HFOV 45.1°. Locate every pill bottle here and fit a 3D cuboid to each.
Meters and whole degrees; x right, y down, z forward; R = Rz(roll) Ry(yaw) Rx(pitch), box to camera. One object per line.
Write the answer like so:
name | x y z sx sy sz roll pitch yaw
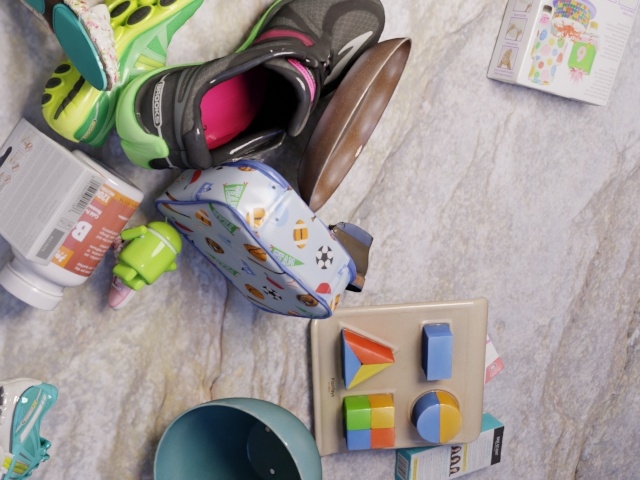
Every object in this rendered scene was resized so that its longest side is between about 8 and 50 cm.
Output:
pill bottle | -0.362 -0.012 1.105 0.121 0.121 0.216 34 90 -34

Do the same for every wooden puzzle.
wooden puzzle | 0.159 0.275 1.474 0.348 0.080 0.321 -5 112 -8

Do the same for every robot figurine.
robot figurine | -0.255 0.020 1.153 0.115 0.067 0.101 -51 136 -19

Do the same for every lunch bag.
lunch bag | -0.104 -0.005 1.188 0.303 0.243 0.115 51 61 -32

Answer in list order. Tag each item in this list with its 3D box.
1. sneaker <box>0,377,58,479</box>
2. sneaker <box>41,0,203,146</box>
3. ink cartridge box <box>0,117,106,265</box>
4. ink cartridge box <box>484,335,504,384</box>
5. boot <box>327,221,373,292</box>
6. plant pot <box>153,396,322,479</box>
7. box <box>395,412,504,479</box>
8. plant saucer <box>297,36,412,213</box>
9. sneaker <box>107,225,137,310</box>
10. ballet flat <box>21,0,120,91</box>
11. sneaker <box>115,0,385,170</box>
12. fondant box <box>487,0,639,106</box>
sneaker | -0.475 0.344 1.195 0.110 0.107 0.275 7 105 -40
sneaker | -0.269 -0.259 1.090 0.295 0.109 0.123 -51 152 -8
ink cartridge box | -0.390 -0.068 1.048 0.145 0.179 0.045 -56 144 0
ink cartridge box | 0.285 0.220 1.579 0.115 0.067 0.198 -38 123 -9
boot | 0.000 0.000 1.352 0.219 0.082 0.106 32 70 -29
plant pot | -0.112 0.395 1.334 0.195 0.290 0.290 -14 121 -64
box | 0.282 0.458 1.671 0.245 0.060 0.100 -9 113 -25
plant saucer | 0.045 -0.185 1.202 0.050 0.310 0.310 31 93 5
sneaker | -0.307 0.038 1.196 0.070 0.051 0.134 36 83 -37
ballet flat | -0.321 -0.299 0.989 0.077 0.091 0.241 -39 87 -34
sneaker | -0.056 -0.223 1.112 0.483 0.202 0.185 -40 134 -29
fondant box | 0.466 -0.433 1.414 0.239 0.096 0.330 6 104 -30
